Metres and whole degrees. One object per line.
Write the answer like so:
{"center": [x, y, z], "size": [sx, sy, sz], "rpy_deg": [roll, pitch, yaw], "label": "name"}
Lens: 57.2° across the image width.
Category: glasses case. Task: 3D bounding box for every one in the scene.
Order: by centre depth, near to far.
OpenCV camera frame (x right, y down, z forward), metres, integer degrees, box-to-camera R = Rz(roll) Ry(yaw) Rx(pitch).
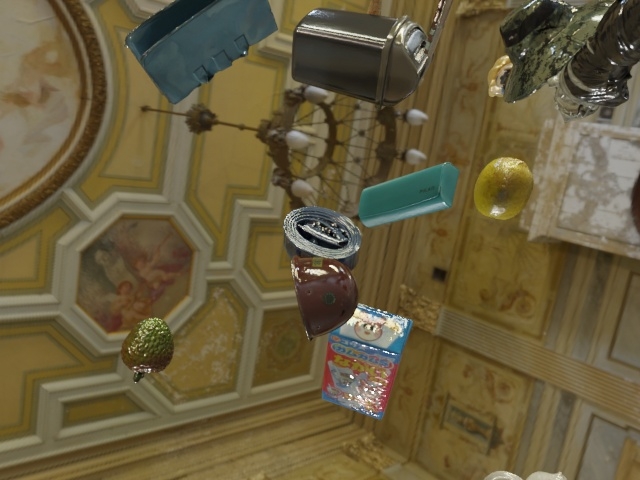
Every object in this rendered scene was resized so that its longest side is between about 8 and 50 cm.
{"center": [0.222, -0.119, 1.556], "size": [0.070, 0.301, 0.117], "rpy_deg": [31, -117, -31], "label": "glasses case"}

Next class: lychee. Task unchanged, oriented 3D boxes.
{"center": [-0.378, 0.239, 1.282], "size": [0.114, 0.114, 0.146], "rpy_deg": [12, -84, -46], "label": "lychee"}

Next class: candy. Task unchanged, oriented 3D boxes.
{"center": [0.096, 0.271, 1.311], "size": [0.305, 0.158, 0.100], "rpy_deg": [96, -164, -48], "label": "candy"}

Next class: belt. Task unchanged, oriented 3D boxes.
{"center": [0.000, 0.000, 1.334], "size": [0.141, 0.190, 0.082], "rpy_deg": [-51, -21, -36], "label": "belt"}

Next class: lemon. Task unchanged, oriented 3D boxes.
{"center": [0.557, -0.158, 1.787], "size": [0.170, 0.170, 0.207], "rpy_deg": [-10, -51, -42], "label": "lemon"}

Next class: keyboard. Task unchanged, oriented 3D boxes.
{"center": [0.141, -0.263, 0.704], "size": [0.166, 0.017, 0.055], "rpy_deg": [-46, -24, -81], "label": "keyboard"}

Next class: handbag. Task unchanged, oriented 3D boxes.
{"center": [-0.177, -0.316, 0.915], "size": [0.221, 0.057, 0.144], "rpy_deg": [-38, -24, -5], "label": "handbag"}

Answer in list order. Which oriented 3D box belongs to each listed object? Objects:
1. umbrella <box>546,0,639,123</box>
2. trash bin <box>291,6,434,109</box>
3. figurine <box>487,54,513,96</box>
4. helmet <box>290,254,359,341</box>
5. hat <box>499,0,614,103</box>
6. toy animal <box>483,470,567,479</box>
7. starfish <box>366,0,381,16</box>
{"center": [0.453, -0.285, 0.883], "size": [0.357, 0.106, 0.112], "rpy_deg": [76, -175, -80], "label": "umbrella"}
{"center": [0.096, -0.413, 1.314], "size": [0.209, 0.291, 0.182], "rpy_deg": [-61, -18, -47], "label": "trash bin"}
{"center": [0.508, -0.435, 1.589], "size": [0.196, 0.108, 0.114], "rpy_deg": [-53, -22, -62], "label": "figurine"}
{"center": [0.014, 0.091, 1.047], "size": [0.106, 0.175, 0.154], "rpy_deg": [-12, -83, 1], "label": "helmet"}
{"center": [0.429, -0.411, 1.153], "size": [0.128, 0.266, 0.265], "rpy_deg": [44, -110, -13], "label": "hat"}
{"center": [0.358, 0.426, 0.944], "size": [0.127, 0.182, 0.131], "rpy_deg": [-50, -10, 7], "label": "toy animal"}
{"center": [0.145, -0.471, 1.473], "size": [0.048, 0.231, 0.295], "rpy_deg": [-32, -23, -36], "label": "starfish"}
